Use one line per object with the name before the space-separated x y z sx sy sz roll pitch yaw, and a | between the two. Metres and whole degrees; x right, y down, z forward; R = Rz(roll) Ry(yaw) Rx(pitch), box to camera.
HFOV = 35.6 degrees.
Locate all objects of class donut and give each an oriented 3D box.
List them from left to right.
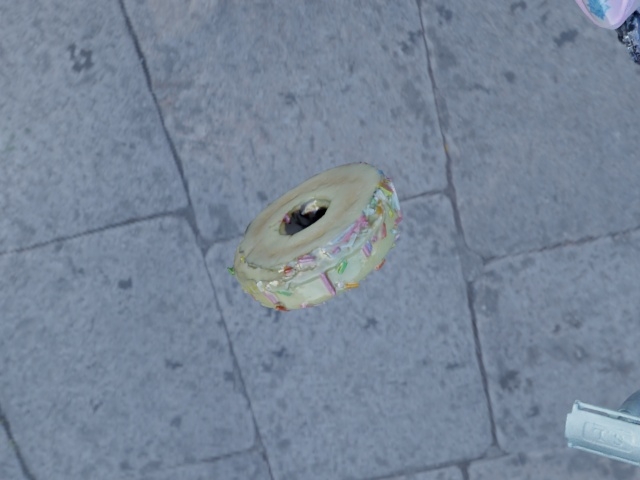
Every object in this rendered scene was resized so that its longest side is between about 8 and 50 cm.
donut | 0.000 0.000 0.911 0.174 0.175 0.068 -28 116 11

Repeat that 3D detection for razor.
razor | 0.252 0.143 0.812 0.068 0.135 0.040 12 101 29

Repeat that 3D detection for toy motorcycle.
toy motorcycle | 0.324 -0.329 1.097 0.204 0.239 0.108 8 157 -41
